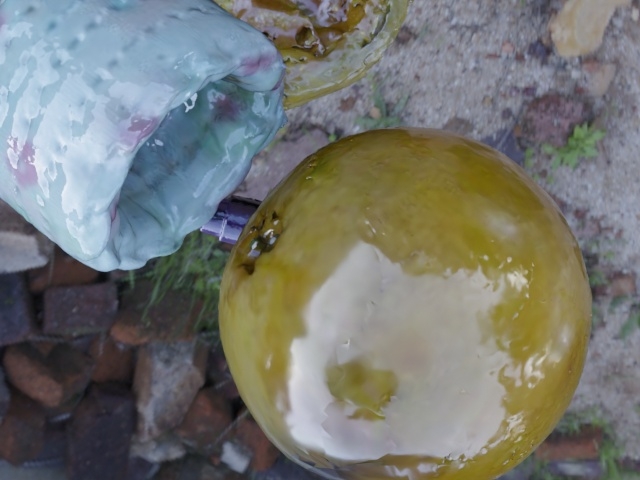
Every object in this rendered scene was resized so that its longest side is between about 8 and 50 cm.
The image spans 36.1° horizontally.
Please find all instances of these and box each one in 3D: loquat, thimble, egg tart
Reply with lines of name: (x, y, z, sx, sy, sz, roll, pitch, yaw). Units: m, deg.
loquat: (0.058, 0.046, 0.695, 0.263, 0.263, 0.263, 6, 120, 11)
thimble: (-0.129, -0.093, 0.673, 0.149, 0.211, 0.185, 37, 138, 19)
egg tart: (-0.055, -0.252, 0.888, 0.290, 0.115, 0.290, -1, 94, -8)

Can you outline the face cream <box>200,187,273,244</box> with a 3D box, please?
face cream: (0.000, 0.000, 0.890, 0.274, 0.078, 0.078, 13, 122, -7)
